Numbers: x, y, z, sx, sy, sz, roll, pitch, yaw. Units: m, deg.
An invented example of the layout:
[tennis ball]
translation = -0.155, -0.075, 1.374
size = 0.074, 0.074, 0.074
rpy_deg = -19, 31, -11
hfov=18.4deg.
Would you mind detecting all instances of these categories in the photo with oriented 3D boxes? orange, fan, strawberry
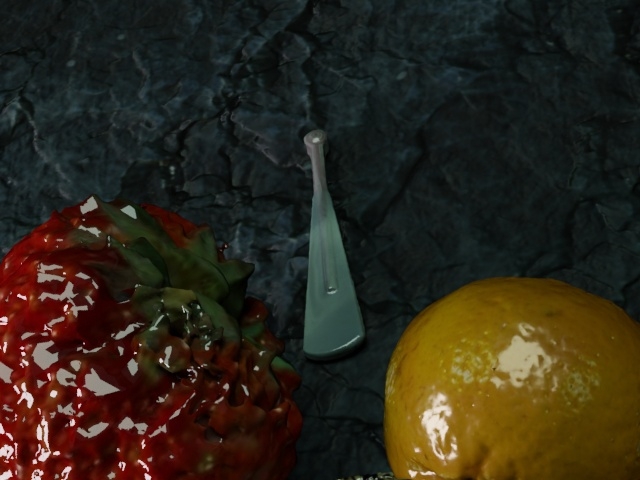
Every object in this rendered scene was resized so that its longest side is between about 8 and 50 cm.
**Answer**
[orange]
translation = 0.150, 0.129, 1.435
size = 0.219, 0.219, 0.193
rpy_deg = 21, 63, 34
[fan]
translation = 0.000, 0.000, 1.760
size = 0.057, 0.023, 0.282
rpy_deg = -20, 42, 11
[strawberry]
translation = -0.190, 0.153, 1.517
size = 0.351, 0.267, 0.312
rpy_deg = -37, 47, 15

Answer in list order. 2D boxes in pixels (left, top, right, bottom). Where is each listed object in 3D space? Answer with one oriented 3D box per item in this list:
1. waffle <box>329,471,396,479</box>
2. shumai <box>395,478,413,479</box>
[waffle]
translation = 0.042, 0.241, 1.485
size = 0.102, 0.042, 0.148
rpy_deg = -9, 43, 9
[shumai]
translation = 0.057, 0.342, 1.249
size = 0.263, 0.309, 0.304
rpy_deg = 38, 61, 14
